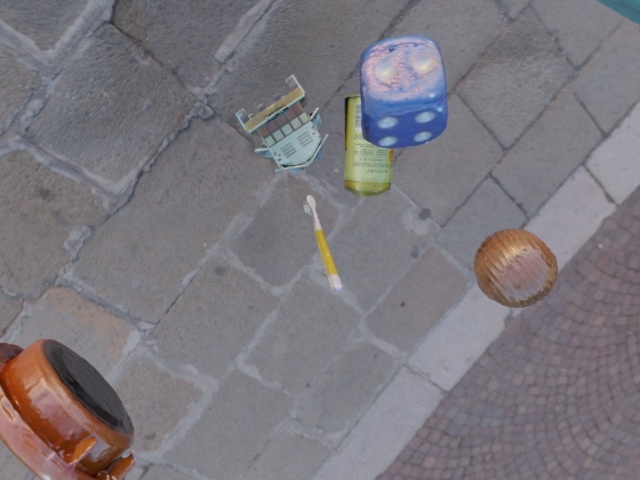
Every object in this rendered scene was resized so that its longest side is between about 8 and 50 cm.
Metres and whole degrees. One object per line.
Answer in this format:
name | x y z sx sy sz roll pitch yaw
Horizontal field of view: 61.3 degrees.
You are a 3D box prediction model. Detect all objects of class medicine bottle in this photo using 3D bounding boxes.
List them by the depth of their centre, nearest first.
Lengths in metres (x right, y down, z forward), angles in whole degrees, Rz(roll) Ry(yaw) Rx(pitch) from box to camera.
medicine bottle | 0.114 -0.221 1.264 0.124 0.124 0.239 -2 104 -17

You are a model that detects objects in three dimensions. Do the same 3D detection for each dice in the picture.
dice | 0.139 -0.249 0.919 0.146 0.146 0.143 -4 69 5

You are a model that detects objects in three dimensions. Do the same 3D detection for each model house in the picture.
model house | -0.084 -0.290 1.440 0.198 0.224 0.215 -31 97 4

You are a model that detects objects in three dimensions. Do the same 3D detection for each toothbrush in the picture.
toothbrush | 0.000 0.000 0.976 0.021 0.288 0.024 8 123 -18

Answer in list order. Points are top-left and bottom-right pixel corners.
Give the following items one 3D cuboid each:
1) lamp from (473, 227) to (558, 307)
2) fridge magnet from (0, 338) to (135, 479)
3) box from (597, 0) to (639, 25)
lamp | 0.320 0.046 0.893 0.136 0.136 0.136 -6 111 -16
fridge magnet | -0.492 0.329 1.033 0.155 0.363 0.364 -41 117 -12
box | 0.313 -0.308 0.462 0.162 0.041 0.229 7 103 -31
